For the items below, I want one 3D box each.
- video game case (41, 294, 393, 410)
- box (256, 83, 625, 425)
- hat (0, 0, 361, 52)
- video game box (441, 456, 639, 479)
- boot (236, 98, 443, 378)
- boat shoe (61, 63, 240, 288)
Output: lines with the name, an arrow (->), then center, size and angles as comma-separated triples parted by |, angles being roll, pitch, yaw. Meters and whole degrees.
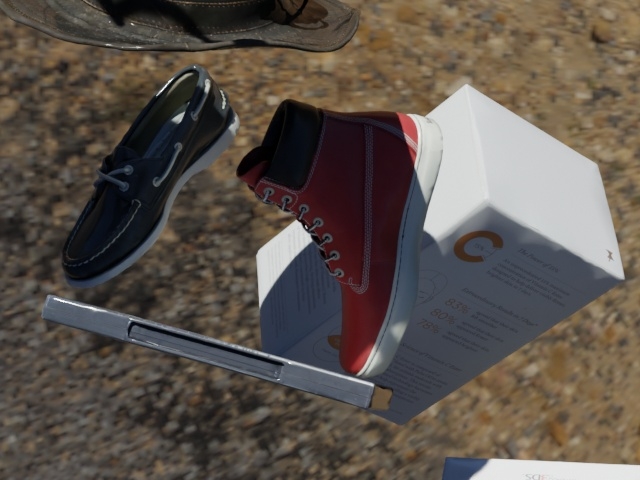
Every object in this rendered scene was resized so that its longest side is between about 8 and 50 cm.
video game case -> -0.079, 0.097, 1.355 | 0.274, 0.196, 0.026 | 14, 86, 8
box -> 0.121, 0.026, 1.743 | 0.345, 0.215, 0.168 | -37, 41, 33
hat -> -0.110, -0.243, 1.262 | 0.331, 0.331, 0.133 | 13, 112, 21
video game box -> 0.243, 0.287, 1.677 | 0.205, 0.187, 0.048 | 0, 60, 17
boot -> 0.000, 0.000, 1.419 | 0.176, 0.088, 0.244 | 5, 100, -22
boat shoe -> -0.210, -0.077, 1.832 | 0.114, 0.302, 0.091 | 6, 140, 36
